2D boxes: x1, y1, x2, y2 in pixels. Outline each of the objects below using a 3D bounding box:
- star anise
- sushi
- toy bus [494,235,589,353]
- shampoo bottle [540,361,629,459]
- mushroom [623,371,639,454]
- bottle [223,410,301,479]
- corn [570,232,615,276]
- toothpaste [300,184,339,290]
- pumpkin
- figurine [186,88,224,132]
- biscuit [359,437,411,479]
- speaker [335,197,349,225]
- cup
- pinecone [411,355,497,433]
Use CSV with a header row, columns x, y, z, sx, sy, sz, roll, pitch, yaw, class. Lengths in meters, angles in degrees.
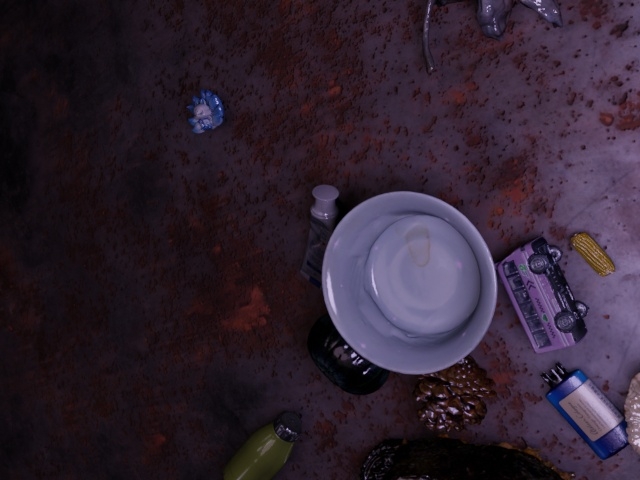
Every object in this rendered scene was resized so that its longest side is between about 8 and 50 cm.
x,y,z,sx,sy,sz,roll,pitch,yaw,class
0.323,-0.477,1.172,0.315,0.139,0.360,12,103,39,star anise
0.290,0.508,1.269,0.348,0.207,0.234,7,111,23,sushi
0.405,0.100,1.220,0.108,0.096,0.199,-28,84,38,toy bus
0.483,0.305,1.219,0.183,0.050,0.087,50,123,18,shampoo bottle
0.569,0.261,1.028,0.233,0.301,0.208,-46,37,15,mushroom
-0.135,0.518,1.625,0.112,0.112,0.260,48,119,19,bottle
0.487,0.025,1.188,0.037,0.037,0.092,-45,70,30,corn
0.000,0.000,1.471,0.096,0.061,0.266,36,137,31,toothpaste
0.061,0.238,1.421,0.202,0.202,0.140,40,72,23,pumpkin
-0.283,-0.324,1.633,0.114,0.079,0.114,9,105,39,figurine
0.169,0.527,1.437,0.194,0.053,0.195,-6,78,29,biscuit
0.064,-0.012,1.465,0.046,0.040,0.191,-44,72,31,speaker
0.191,0.072,1.308,0.347,0.163,0.347,4,98,28,cup
0.255,0.303,1.308,0.173,0.173,0.174,5,99,33,pinecone
